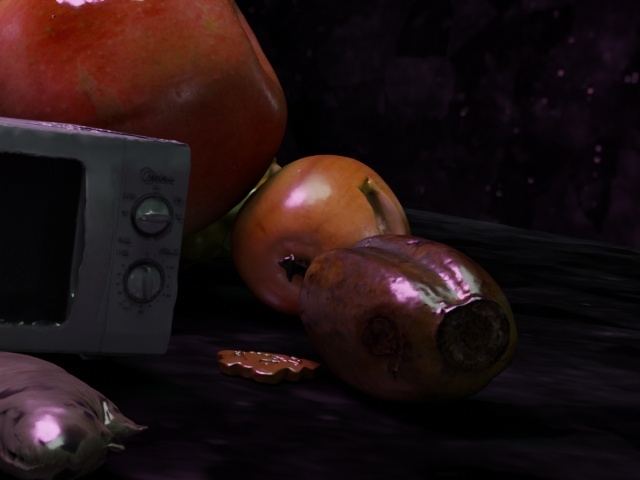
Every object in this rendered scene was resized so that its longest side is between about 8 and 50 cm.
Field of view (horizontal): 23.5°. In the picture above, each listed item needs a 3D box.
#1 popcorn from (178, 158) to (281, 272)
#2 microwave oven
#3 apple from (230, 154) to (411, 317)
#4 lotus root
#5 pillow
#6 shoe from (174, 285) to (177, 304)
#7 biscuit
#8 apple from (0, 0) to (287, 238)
[{"bbox_3d":[-0.184,-0.044,1.821,0.286,0.173,0.225,-5,-7,-13],"label":"popcorn"},{"bbox_3d":[-0.278,-0.006,1.138,0.295,0.181,0.237,4,4,-31],"label":"microwave oven"},{"bbox_3d":[0.000,0.000,1.552,0.199,0.199,0.199,7,5,-1],"label":"apple"},{"bbox_3d":[0.065,0.062,1.189,0.124,0.123,0.241,-25,19,-17],"label":"lotus root"},{"bbox_3d":[-0.163,0.097,0.879,0.093,0.051,0.241,4,4,-29],"label":"pillow"},{"bbox_3d":[-0.214,0.028,1.424,0.195,0.079,0.078,16,9,42],"label":"shoe"},{"bbox_3d":[-0.037,0.099,1.221,0.092,0.016,0.082,2,6,-29],"label":"biscuit"},{"bbox_3d":[-0.189,-0.155,1.562,0.277,0.319,0.319,-35,10,-4],"label":"apple"}]
